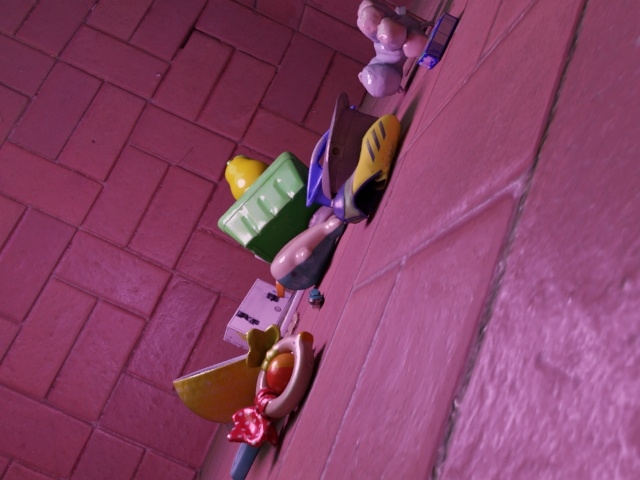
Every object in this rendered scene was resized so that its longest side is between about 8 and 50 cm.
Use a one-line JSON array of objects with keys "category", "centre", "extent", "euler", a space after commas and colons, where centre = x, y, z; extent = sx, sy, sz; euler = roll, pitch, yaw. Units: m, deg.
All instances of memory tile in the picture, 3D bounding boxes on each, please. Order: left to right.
[{"category": "memory tile", "centre": [-0.095, 0.284, 1.869], "extent": [0.148, 0.012, 0.113], "euler": [-124, 59, -86]}]

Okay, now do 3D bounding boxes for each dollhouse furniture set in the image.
[{"category": "dollhouse furniture set", "centre": [0.265, -0.649, 1.924], "extent": [0.184, 0.129, 0.129], "euler": [-62, 5, 24]}]

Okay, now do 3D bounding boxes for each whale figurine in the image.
[{"category": "whale figurine", "centre": [-0.019, 0.040, 1.747], "extent": [0.272, 0.141, 0.216], "euler": [-40, 9, 8]}]

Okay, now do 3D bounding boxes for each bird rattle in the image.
[{"category": "bird rattle", "centre": [-0.092, 0.279, 1.166], "extent": [0.207, 0.143, 0.254], "euler": [-38, 25, 43]}]

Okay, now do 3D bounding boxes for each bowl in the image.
[{"category": "bowl", "centre": [-0.183, 0.354, 1.381], "extent": [0.289, 0.289, 0.156], "euler": [132, 119, -76]}]

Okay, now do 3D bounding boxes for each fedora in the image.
[{"category": "fedora", "centre": [0.094, -0.227, 1.490], "extent": [0.243, 0.124, 0.276], "euler": [23, -100, -78]}]

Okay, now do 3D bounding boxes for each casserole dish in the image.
[{"category": "casserole dish", "centre": [-0.175, 0.506, 1.440], "extent": [0.114, 0.037, 0.189], "euler": [-80, 14, -76]}]

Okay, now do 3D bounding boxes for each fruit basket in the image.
[{"category": "fruit basket", "centre": [-0.186, -0.144, 2.078], "extent": [0.392, 0.283, 0.392], "euler": [-23, 48, 29]}]

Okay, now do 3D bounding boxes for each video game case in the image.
[{"category": "video game case", "centre": [-0.108, 0.250, 2.145], "extent": [0.206, 0.026, 0.227], "euler": [130, 166, -74]}]

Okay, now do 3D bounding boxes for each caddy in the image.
[{"category": "caddy", "centre": [0.062, -0.244, 1.815], "extent": [0.241, 0.179, 0.342], "euler": [-144, 79, -85]}]

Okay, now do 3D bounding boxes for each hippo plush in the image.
[{"category": "hippo plush", "centre": [0.183, -0.565, 1.760], "extent": [0.294, 0.234, 0.237], "euler": [-72, 9, -56]}]

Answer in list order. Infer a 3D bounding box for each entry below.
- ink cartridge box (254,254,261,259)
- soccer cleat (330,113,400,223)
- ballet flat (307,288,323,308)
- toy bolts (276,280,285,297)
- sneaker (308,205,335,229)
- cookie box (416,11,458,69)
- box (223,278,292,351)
[{"category": "ink cartridge box", "centre": [-0.134, -0.023, 2.671], "extent": [0.129, 0.223, 0.308], "euler": [-70, 7, -57]}, {"category": "soccer cleat", "centre": [0.128, -0.163, 1.340], "extent": [0.121, 0.093, 0.289], "euler": [7, 64, 54]}, {"category": "ballet flat", "centre": [-0.012, 0.152, 1.486], "extent": [0.114, 0.041, 0.041], "euler": [-97, 32, -83]}, {"category": "toy bolts", "centre": [-0.090, 0.093, 2.246], "extent": [0.228, 0.158, 0.218], "euler": [-95, 3, -69]}, {"category": "sneaker", "centre": [0.000, 0.000, 1.946], "extent": [0.262, 0.099, 0.121], "euler": [-55, 34, 5]}, {"category": "cookie box", "centre": [0.276, -0.470, 1.389], "extent": [0.092, 0.040, 0.107], "euler": [-139, 74, -86]}, {"category": "box", "centre": [-0.235, 0.296, 2.276], "extent": [0.290, 0.169, 0.087], "euler": [-59, -7, -50]}]
